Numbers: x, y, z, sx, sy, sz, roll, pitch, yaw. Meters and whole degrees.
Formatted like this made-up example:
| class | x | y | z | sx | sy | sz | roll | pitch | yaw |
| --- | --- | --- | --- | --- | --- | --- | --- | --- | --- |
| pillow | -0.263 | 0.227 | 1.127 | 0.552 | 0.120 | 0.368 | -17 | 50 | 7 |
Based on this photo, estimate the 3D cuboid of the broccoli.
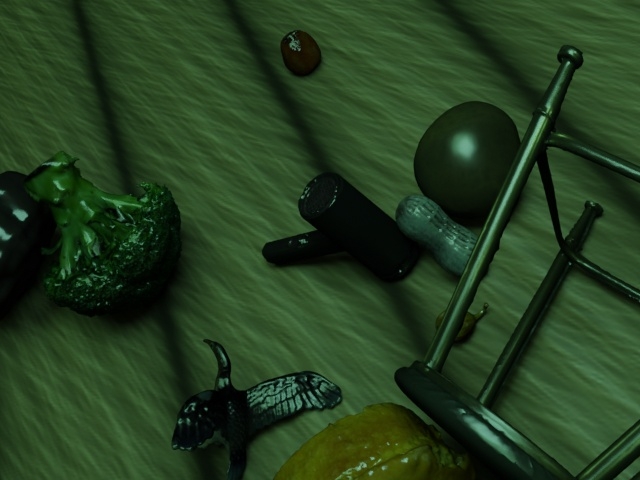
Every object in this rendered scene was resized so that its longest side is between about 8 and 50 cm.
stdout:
| class | x | y | z | sx | sy | sz | roll | pitch | yaw |
| --- | --- | --- | --- | --- | --- | --- | --- | --- | --- |
| broccoli | -0.384 | -0.012 | 1.203 | 0.297 | 0.297 | 0.297 | -34 | 16 | 11 |

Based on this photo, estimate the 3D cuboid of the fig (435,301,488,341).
| class | x | y | z | sx | sy | sz | roll | pitch | yaw |
| --- | --- | --- | --- | --- | --- | --- | --- | --- | --- |
| fig | 0.208 | 0.115 | 1.001 | 0.083 | 0.050 | 0.050 | -25 | 51 | -11 |

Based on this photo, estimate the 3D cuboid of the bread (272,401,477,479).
| class | x | y | z | sx | sy | sz | roll | pitch | yaw |
| --- | --- | --- | --- | --- | --- | --- | --- | --- | --- |
| bread | 0.053 | 0.315 | 0.812 | 0.268 | 0.268 | 0.146 | -39 | 48 | -5 |

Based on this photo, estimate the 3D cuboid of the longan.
| class | x | y | z | sx | sy | sz | roll | pitch | yaw |
| --- | --- | --- | --- | --- | --- | --- | --- | --- | --- |
| longan | 0.232 | -0.125 | 1.075 | 0.189 | 0.189 | 0.189 | -11 | 55 | 17 |

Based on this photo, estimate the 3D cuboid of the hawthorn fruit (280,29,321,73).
| class | x | y | z | sx | sy | sz | roll | pitch | yaw |
| --- | --- | --- | --- | --- | --- | --- | --- | --- | --- |
| hawthorn fruit | -0.044 | -0.390 | 1.410 | 0.081 | 0.093 | 0.081 | -11 | 57 | 17 |

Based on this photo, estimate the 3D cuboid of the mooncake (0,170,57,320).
| class | x | y | z | sx | sy | sz | roll | pitch | yaw |
| --- | --- | --- | --- | --- | --- | --- | --- | --- | --- |
| mooncake | -0.591 | 0.014 | 1.291 | 0.283 | 0.141 | 0.283 | -56 | 13 | 20 |

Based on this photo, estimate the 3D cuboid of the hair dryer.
| class | x | y | z | sx | sy | sz | roll | pitch | yaw |
| --- | --- | --- | --- | --- | --- | --- | --- | --- | --- |
| hair dryer | 0.000 | 0.000 | 1.109 | 0.251 | 0.197 | 0.089 | -18 | 49 | 39 |

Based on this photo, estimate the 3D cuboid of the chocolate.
| class | x | y | z | sx | sy | sz | roll | pitch | yaw |
| --- | --- | --- | --- | --- | --- | --- | --- | --- | --- |
| chocolate | 0.184 | -0.005 | 1.043 | 0.167 | 0.072 | 0.072 | 41 | 79 | 2 |

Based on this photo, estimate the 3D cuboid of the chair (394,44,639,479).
| class | x | y | z | sx | sy | sz | roll | pitch | yaw |
| --- | --- | --- | --- | --- | --- | --- | --- | --- | --- |
| chair | 0.322 | 0.101 | 0.779 | 0.362 | 0.364 | 0.410 | 36 | 83 | 36 |

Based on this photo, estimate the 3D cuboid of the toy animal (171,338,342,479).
| class | x | y | z | sx | sy | sz | roll | pitch | yaw |
| --- | --- | --- | --- | --- | --- | --- | --- | --- | --- |
| toy animal | -0.144 | 0.243 | 1.006 | 0.197 | 0.272 | 0.160 | 42 | 117 | 33 |
